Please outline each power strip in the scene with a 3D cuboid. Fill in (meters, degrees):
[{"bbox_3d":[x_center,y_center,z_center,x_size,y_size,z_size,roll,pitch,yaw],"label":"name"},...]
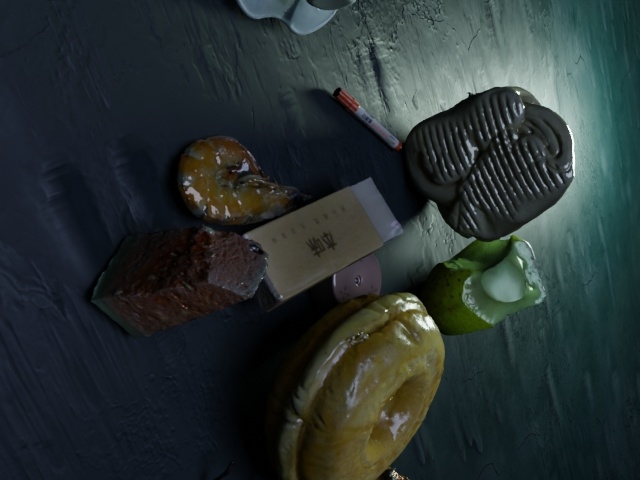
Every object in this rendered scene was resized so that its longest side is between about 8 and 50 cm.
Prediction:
[{"bbox_3d":[0.052,0.080,1.423,0.154,0.078,0.154,2,88,-43],"label":"power strip"}]

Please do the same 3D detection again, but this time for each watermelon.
[{"bbox_3d":[-0.193,0.048,1.040,0.140,0.257,0.193,53,48,-33],"label":"watermelon"}]

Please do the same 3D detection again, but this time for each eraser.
[{"bbox_3d":[0.000,0.000,1.305,0.343,0.078,0.144,-28,83,-36],"label":"eraser"}]

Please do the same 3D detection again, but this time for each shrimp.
[{"bbox_3d":[-0.133,-0.108,1.243,0.317,0.062,0.164,-2,85,-48],"label":"shrimp"}]

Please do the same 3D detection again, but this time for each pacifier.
[{"bbox_3d":[-0.020,-0.482,1.237,0.279,0.207,0.227,2,123,-47],"label":"pacifier"}]

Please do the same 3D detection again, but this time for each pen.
[{"bbox_3d":[0.108,-0.266,1.513,0.239,0.028,0.028,33,67,-42],"label":"pen"}]

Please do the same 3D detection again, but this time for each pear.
[{"bbox_3d":[0.357,0.109,1.652,0.282,0.286,0.176,-24,96,-15],"label":"pear"}]

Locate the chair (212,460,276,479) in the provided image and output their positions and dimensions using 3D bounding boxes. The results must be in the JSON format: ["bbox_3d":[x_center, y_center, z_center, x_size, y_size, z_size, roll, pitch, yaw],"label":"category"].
[{"bbox_3d":[-0.168,0.524,1.198,0.213,0.149,0.174,-42,135,12],"label":"chair"}]

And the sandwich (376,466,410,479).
[{"bbox_3d":[0.151,0.605,1.517,0.160,0.109,0.185,41,62,-41],"label":"sandwich"}]

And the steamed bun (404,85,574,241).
[{"bbox_3d":[0.423,-0.192,1.621,0.255,0.368,0.342,-27,92,-59],"label":"steamed bun"}]

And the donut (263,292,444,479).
[{"bbox_3d":[0.071,0.299,1.308,0.449,0.198,0.449,-32,134,-40],"label":"donut"}]
